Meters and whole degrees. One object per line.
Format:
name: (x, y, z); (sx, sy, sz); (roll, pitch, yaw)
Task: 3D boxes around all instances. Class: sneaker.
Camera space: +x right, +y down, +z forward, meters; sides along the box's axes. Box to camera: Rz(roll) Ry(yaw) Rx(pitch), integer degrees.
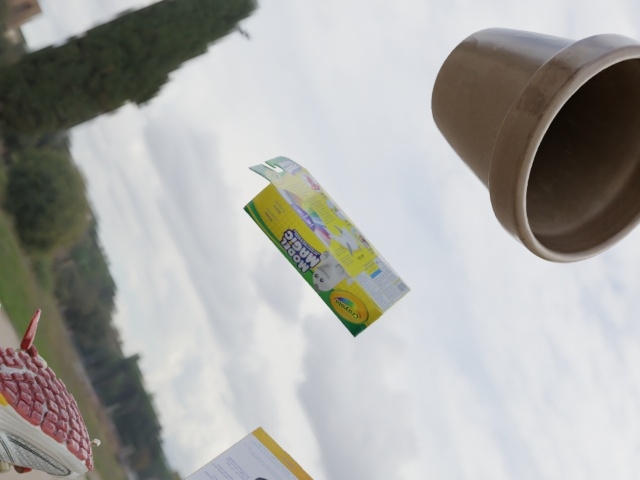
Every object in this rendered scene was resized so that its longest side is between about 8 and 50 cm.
sneaker: (-0.264, 0.126, 1.025); (0.225, 0.093, 0.088); (35, 19, -36)

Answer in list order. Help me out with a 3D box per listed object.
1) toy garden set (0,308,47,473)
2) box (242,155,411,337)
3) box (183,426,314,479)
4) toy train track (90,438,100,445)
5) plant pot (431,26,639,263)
toy garden set: (-0.368, 0.160, 1.389); (0.049, 0.204, 0.244); (35, -65, 37)
box: (0.000, 0.000, 1.259); (0.179, 0.043, 0.105); (51, 20, 4)
box: (-0.068, 0.212, 1.087); (0.081, 0.136, 0.028); (43, -45, 17)
toy train track: (-0.361, 0.292, 1.995); (0.048, 0.083, 0.014); (-53, 137, -63)
plant pot: (0.249, -0.138, 1.572); (0.229, 0.263, 0.263); (38, -27, 42)
